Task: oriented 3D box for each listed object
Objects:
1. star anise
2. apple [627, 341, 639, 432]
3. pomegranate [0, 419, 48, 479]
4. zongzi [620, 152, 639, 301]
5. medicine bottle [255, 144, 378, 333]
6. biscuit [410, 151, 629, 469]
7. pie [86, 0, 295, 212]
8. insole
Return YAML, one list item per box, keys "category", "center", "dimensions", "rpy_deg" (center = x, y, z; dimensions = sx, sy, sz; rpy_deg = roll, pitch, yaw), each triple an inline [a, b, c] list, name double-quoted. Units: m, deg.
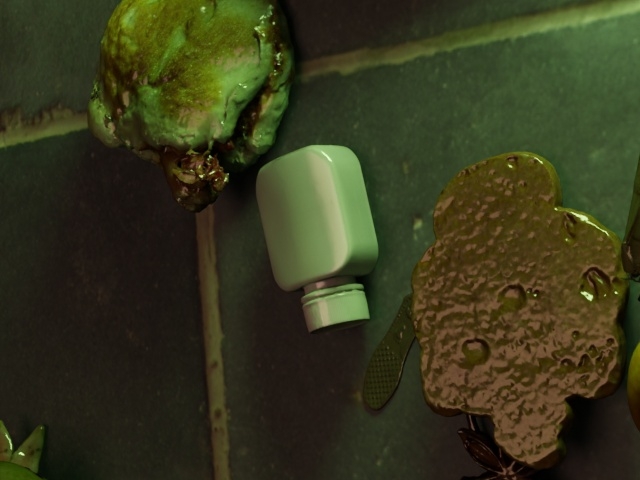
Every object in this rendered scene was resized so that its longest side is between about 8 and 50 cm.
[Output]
- category: "star anise"
  center: [0.164, 0.191, 1.316]
  dimensions: [0.097, 0.070, 0.191]
  rpy_deg: [-24, 72, 13]
- category: "apple"
  center: [0.320, 0.119, 1.105]
  dimensions: [0.163, 0.147, 0.146]
  rpy_deg: [53, 125, 27]
- category: "pomegranate"
  center: [-0.402, 0.396, 1.764]
  dimensions: [0.290, 0.323, 0.291]
  rpy_deg: [5, 110, 14]
- category: "zongzi"
  center: [0.335, -0.012, 1.145]
  dimensions: [0.178, 0.081, 0.189]
  rpy_deg: [18, 110, 31]
- category: "medicine bottle"
  center: [0.000, 0.000, 1.459]
  dimensions: [0.119, 0.069, 0.183]
  rpy_deg: [-21, 75, 41]
- category: "biscuit"
  center: [0.182, 0.062, 1.287]
  dimensions: [0.208, 0.041, 0.290]
  rpy_deg: [-14, 74, 29]
- category: "pie"
  center: [-0.142, -0.191, 1.581]
  dimensions: [0.274, 0.105, 0.257]
  rpy_deg: [37, 101, 34]
- category: "insole"
  center: [0.074, 0.113, 1.437]
  dimensions: [0.045, 0.002, 0.135]
  rpy_deg: [41, 118, 34]
